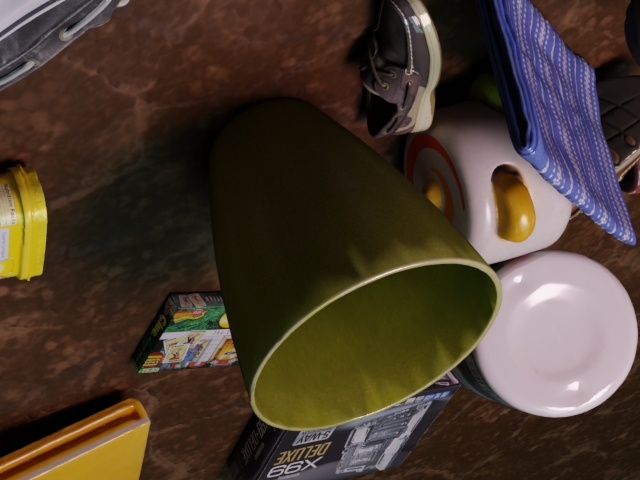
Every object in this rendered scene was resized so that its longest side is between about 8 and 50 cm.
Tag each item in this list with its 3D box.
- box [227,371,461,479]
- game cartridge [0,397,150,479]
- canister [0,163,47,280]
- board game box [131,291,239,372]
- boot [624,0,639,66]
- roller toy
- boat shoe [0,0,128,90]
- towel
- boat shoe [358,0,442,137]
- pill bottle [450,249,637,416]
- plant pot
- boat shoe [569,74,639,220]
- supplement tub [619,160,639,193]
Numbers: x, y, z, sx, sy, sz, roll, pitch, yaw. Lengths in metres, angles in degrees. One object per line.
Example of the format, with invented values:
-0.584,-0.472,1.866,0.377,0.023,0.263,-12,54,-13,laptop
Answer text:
0.034,0.287,1.943,0.307,0.076,0.242,-6,142,-33,box
-0.378,0.357,1.696,0.285,0.053,0.324,-23,156,-27,game cartridge
-0.363,-0.006,1.225,0.170,0.073,0.126,-10,144,-25,canister
-0.107,0.117,1.641,0.259,0.030,0.136,-1,136,-37,board game box
0.479,-0.319,1.270,0.348,0.131,0.260,-43,178,-20,boot
0.187,-0.066,1.448,0.146,0.209,0.191,-16,155,-19,roller toy
-0.206,-0.232,1.008,0.335,0.121,0.119,-28,158,20,boat shoe
0.263,-0.147,1.357,0.040,0.243,0.336,-21,154,25,towel
0.078,-0.178,1.318,0.073,0.080,0.223,-28,153,-11,boat shoe
0.266,0.118,1.646,0.204,0.204,0.361,-26,180,-5,pill bottle
0.000,0.000,1.305,0.275,0.293,0.275,-20,147,-13,plant pot
0.315,-0.092,1.603,0.324,0.122,0.120,-37,154,29,boat shoe
0.477,-0.140,1.657,0.198,0.106,0.106,-21,147,-13,supplement tub
